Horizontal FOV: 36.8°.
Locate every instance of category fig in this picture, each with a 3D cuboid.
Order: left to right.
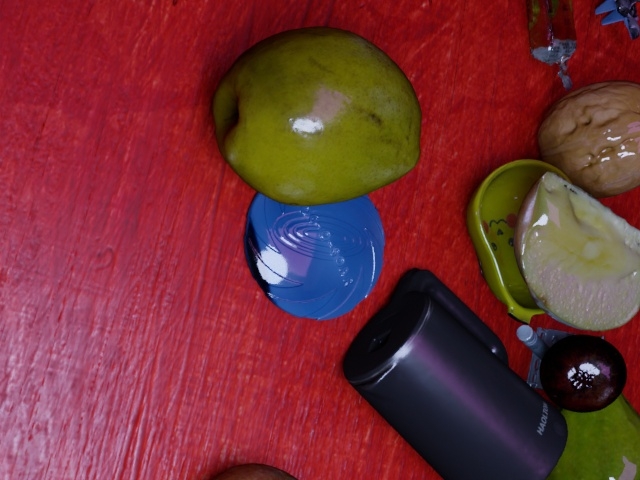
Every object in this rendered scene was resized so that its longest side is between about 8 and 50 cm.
[{"bbox_3d":[0.478,0.343,1.588,0.233,0.233,0.314,24,64,-24],"label":"fig"}]

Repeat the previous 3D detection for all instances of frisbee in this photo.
[{"bbox_3d":[0.000,0.000,1.461,0.242,0.045,0.242,4,82,-27],"label":"frisbee"}]

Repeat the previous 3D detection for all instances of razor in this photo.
[{"bbox_3d":[0.353,0.171,1.558,0.232,0.068,0.106,38,62,-59],"label":"razor"}]

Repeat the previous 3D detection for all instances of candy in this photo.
[{"bbox_3d":[0.406,-0.407,1.710,0.086,0.059,0.292,-7,89,-32],"label":"candy"}]

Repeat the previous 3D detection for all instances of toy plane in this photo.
[{"bbox_3d":[0.570,-0.506,1.796,0.169,0.078,0.246,34,64,-50],"label":"toy plane"}]

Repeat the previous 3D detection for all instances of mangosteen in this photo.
[{"bbox_3d":[0.406,0.201,1.487,0.140,0.140,0.140,3,83,-28],"label":"mangosteen"}]

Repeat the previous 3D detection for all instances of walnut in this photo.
[{"bbox_3d":[0.484,-0.171,1.637,0.195,0.221,0.195,29,52,-43],"label":"walnut"}]

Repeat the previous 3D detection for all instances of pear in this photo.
[{"bbox_3d":[0.003,-0.172,1.364,0.307,0.253,0.253,4,83,-23],"label":"pear"}]

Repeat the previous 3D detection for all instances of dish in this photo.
[{"bbox_3d":[0.327,0.003,1.597,0.221,0.108,0.263,-14,90,-29],"label":"dish"}]

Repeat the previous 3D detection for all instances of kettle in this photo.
[{"bbox_3d":[0.216,0.215,1.468,0.308,0.203,0.262,45,69,-14],"label":"kettle"}]

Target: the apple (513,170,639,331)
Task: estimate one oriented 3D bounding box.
[{"bbox_3d":[0.387,0.032,1.501,0.265,0.120,0.193,29,81,-22],"label":"apple"}]

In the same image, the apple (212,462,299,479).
[{"bbox_3d":[-0.089,0.396,1.298,0.188,0.174,0.188,3,84,-24],"label":"apple"}]
